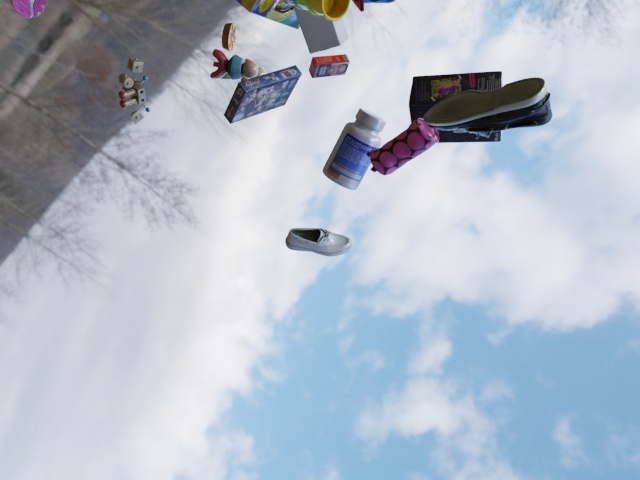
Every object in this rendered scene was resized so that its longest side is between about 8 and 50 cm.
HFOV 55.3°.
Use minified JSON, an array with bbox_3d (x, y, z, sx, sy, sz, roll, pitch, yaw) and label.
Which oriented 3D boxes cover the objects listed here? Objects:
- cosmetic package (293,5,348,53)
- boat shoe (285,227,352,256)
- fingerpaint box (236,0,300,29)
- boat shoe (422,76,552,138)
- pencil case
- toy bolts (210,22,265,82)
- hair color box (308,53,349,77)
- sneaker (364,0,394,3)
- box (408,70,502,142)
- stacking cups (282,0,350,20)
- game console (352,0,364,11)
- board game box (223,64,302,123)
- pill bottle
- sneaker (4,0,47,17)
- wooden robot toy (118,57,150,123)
[{"bbox_3d":[-0.010,-0.710,1.881,0.117,0.231,0.085,-5,-147,28],"label":"cosmetic package"},{"bbox_3d":[0.000,0.000,1.992,0.076,0.226,0.083,107,-22,-51],"label":"boat shoe"},{"bbox_3d":[-0.085,-0.969,2.059,0.445,0.163,0.371,-53,167,22],"label":"fingerpaint box"},{"bbox_3d":[0.411,-0.306,1.506,0.340,0.113,0.127,-7,-136,45],"label":"boat shoe"},{"bbox_3d":[0.232,-0.267,1.732,0.209,0.098,0.095,-33,-159,39],"label":"pencil case"},{"bbox_3d":[-0.277,-0.640,2.146,0.228,0.158,0.218,-73,173,-66],"label":"toy bolts"},{"bbox_3d":[0.032,-0.654,2.288,0.072,0.141,0.043,114,-41,-58],"label":"hair color box"},{"bbox_3d":[0.190,-0.956,2.377,0.082,0.209,0.069,105,-3,-67],"label":"sneaker"},{"bbox_3d":[0.416,-0.402,1.863,0.270,0.165,0.143,1,-126,17],"label":"box"},{"bbox_3d":[-0.064,-0.644,1.571,0.316,0.096,0.096,33,-98,38],"label":"stacking cups"},{"bbox_3d":[0.135,-0.840,1.981,0.085,0.124,0.144,-23,-122,-8],"label":"game console"},{"bbox_3d":[-0.188,-0.479,2.001,0.243,0.042,0.165,-29,168,-36],"label":"board game box"},{"bbox_3d":[0.130,-0.335,2.221,0.272,0.152,0.152,-61,-156,18],"label":"pill bottle"},{"bbox_3d":[-0.638,-0.623,1.349,0.111,0.103,0.252,24,-100,22],"label":"sneaker"},{"bbox_3d":[-0.488,-0.388,1.552,0.076,0.173,0.079,-25,-128,-32],"label":"wooden robot toy"}]
